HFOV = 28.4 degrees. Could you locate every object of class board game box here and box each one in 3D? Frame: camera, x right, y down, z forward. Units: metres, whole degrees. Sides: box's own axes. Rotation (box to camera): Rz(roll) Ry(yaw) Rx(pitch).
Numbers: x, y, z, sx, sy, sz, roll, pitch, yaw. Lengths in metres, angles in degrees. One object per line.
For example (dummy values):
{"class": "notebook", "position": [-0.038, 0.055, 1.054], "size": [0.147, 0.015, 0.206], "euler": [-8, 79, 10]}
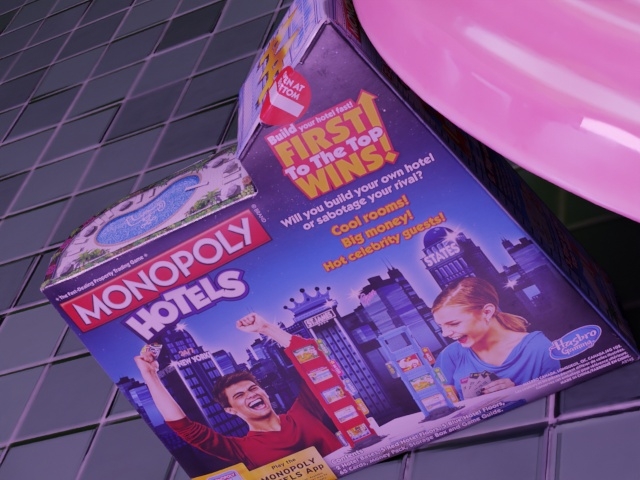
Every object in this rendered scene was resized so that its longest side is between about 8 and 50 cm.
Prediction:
{"class": "board game box", "position": [0.000, 0.000, 0.503], "size": [0.194, 0.194, 0.060], "euler": [-23, 31, 12]}

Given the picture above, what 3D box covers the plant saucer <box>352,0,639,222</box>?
{"class": "plant saucer", "position": [0.177, -0.103, 0.447], "size": [0.332, 0.084, 0.332], "euler": [5, 33, -4]}
